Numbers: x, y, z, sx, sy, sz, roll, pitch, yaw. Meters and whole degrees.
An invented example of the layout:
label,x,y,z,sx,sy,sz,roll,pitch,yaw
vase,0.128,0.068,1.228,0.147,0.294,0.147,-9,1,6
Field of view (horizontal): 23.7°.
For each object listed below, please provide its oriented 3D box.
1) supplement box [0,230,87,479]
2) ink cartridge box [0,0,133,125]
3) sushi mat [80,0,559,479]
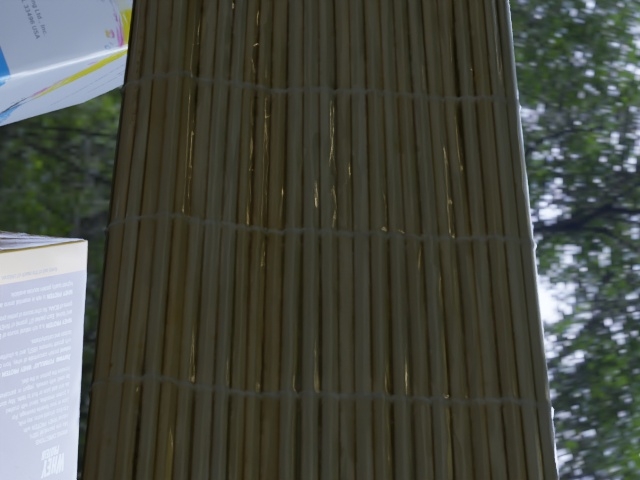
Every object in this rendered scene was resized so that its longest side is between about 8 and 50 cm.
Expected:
label,x,y,z,sx,sy,sz,roll,pitch,yaw
supplement box,-0.246,0.096,0.917,0.129,0.191,0.194,5,-84,20
ink cartridge box,-0.198,-0.154,0.846,0.168,0.232,0.171,-20,-87,43
sushi mat,0.000,0.000,0.531,0.019,0.151,0.317,96,-5,-54
